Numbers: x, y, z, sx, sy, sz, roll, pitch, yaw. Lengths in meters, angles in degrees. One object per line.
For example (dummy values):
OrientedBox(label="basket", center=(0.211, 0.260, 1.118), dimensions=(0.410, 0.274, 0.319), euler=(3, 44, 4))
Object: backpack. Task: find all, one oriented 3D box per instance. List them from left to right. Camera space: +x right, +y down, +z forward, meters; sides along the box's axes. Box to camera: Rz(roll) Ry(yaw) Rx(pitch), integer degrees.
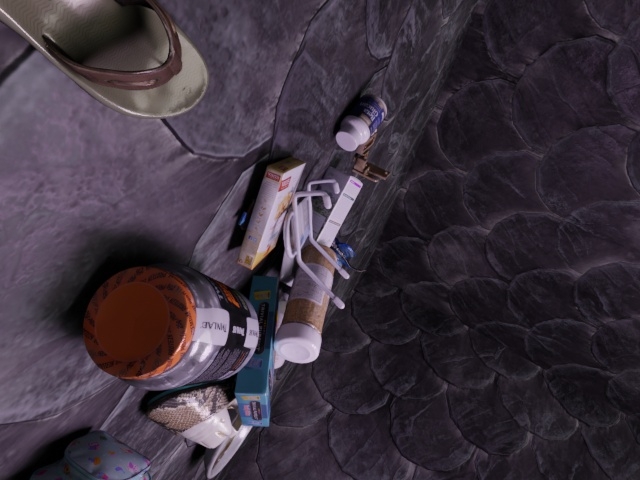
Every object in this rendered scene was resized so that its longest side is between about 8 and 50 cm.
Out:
OrientedBox(label="backpack", center=(-0.403, 0.432, 0.709), dimensions=(0.144, 0.166, 0.188), euler=(-64, 170, 5))

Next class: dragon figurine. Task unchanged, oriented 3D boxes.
OrientedBox(label="dragon figurine", center=(0.080, 0.051, 1.650), dimensions=(0.085, 0.289, 0.144), euler=(-40, -166, -4))

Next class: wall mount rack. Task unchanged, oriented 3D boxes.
OrientedBox(label="wall mount rack", center=(0.000, 0.000, 1.107), dimensions=(0.350, 0.131, 0.304), euler=(-64, 151, -71))

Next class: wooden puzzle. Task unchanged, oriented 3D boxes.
OrientedBox(label="wooden puzzle", center=(-0.157, -0.059, 0.939), dimensions=(0.116, 0.014, 0.078), euler=(35, 79, -82))

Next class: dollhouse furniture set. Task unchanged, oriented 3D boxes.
OrientedBox(label="dollhouse furniture set", center=(0.205, -0.307, 1.539), dimensions=(0.144, 0.123, 0.151), euler=(-47, 161, -46))

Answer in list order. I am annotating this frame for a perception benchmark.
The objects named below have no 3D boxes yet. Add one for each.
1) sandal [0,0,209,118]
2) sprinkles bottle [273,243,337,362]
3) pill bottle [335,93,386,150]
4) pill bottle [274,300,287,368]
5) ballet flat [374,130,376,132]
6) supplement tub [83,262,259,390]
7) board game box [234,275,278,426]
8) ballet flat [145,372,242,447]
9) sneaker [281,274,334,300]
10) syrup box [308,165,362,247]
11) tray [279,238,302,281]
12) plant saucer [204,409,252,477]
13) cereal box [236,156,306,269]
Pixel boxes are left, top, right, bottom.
OrientedBox(label="sandal", center=(-0.193, -0.189, 0.385), dimensions=(0.120, 0.086, 0.303), euler=(-62, 167, 3))
OrientedBox(label="sprinkles bottle", center=(-0.034, 0.167, 1.185), dimensions=(0.355, 0.121, 0.121), euler=(-76, -179, -46))
OrientedBox(label="pill bottle", center=(0.116, -0.341, 1.204), dimensions=(0.169, 0.094, 0.094), euler=(-55, 165, -26))
OrientedBox(label="pill bottle", center=(-0.158, 0.342, 1.512), dimensions=(0.229, 0.131, 0.131), euler=(-66, 166, 21))
OrientedBox(label="ballet flat", center=(0.175, -0.387, 1.448), dimensions=(0.114, 0.041, 0.041), euler=(-50, 163, -41))
OrientedBox(label="supplement tub", center=(-0.233, 0.149, 0.705), dimensions=(0.193, 0.194, 0.316), euler=(-59, 167, -10))
OrientedBox(label="board game box", center=(-0.167, 0.309, 1.160), dimensions=(0.253, 0.079, 0.336), euler=(96, -4, -50))
OrientedBox(label="ballet flat", center=(-0.284, 0.459, 1.136), dimensions=(0.164, 0.182, 0.483), euler=(-29, 167, 4))
OrientedBox(label="sneaker", center=(-0.049, 0.199, 1.599), dimensions=(0.147, 0.145, 0.385), euler=(-64, 165, 12))
OrientedBox(label="syrup box", center=(0.029, -0.106, 1.321), dimensions=(0.096, 0.093, 0.236), euler=(20, 99, -58))
OrientedBox(label="tray", center=(-0.083, 0.072, 1.313), dimensions=(0.270, 0.030, 0.145), euler=(66, 34, -78))
OrientedBox(label="plant saucer", center=(-0.355, 0.739, 1.663), dimensions=(0.400, 0.101, 0.400), euler=(-56, 166, -21))
OrientedBox(label="cereal box", center=(-0.113, -0.069, 0.962), dimensions=(0.173, 0.047, 0.240), euler=(-54, 167, -67))
